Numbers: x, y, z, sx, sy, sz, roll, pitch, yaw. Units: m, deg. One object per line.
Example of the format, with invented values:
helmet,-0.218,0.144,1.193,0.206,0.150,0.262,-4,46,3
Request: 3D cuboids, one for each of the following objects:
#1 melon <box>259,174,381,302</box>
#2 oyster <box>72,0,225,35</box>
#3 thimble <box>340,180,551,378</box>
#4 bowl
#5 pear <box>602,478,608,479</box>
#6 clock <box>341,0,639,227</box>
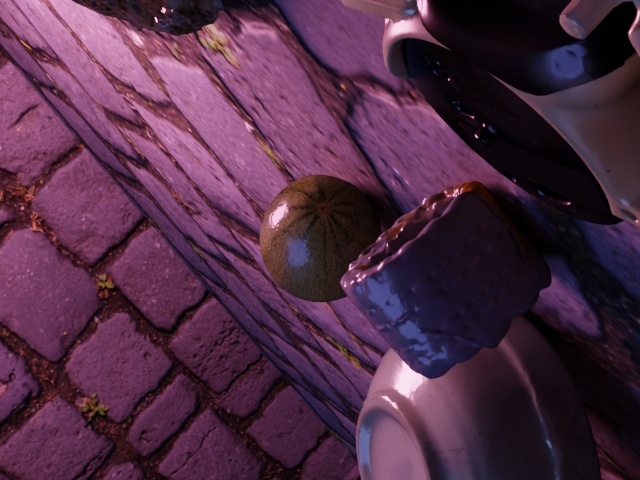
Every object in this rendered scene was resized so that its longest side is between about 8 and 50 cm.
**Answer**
melon,0.000,0.000,1.166,0.139,0.139,0.192,42,163,14
oyster,-0.177,-0.271,0.987,0.198,0.112,0.267,28,169,-28
thimble,0.108,0.032,0.884,0.118,0.151,0.127,50,176,-6
bowl,0.144,0.225,1.075,0.307,0.163,0.307,169,90,-66
pear,0.350,0.410,1.188,0.318,0.238,0.342,51,180,37
clock,0.150,-0.079,0.479,0.276,0.120,0.379,47,170,-36
